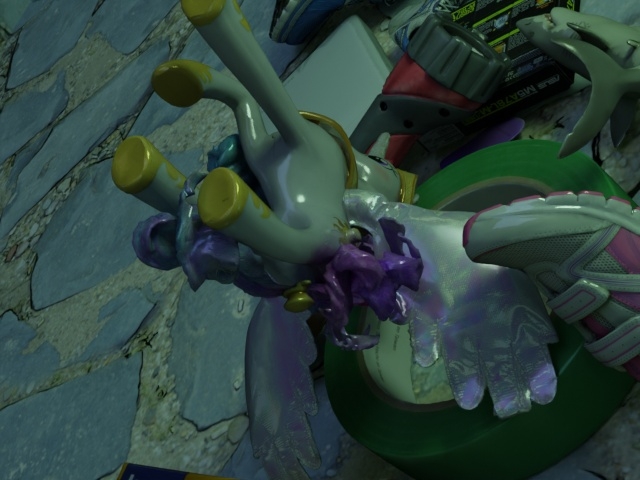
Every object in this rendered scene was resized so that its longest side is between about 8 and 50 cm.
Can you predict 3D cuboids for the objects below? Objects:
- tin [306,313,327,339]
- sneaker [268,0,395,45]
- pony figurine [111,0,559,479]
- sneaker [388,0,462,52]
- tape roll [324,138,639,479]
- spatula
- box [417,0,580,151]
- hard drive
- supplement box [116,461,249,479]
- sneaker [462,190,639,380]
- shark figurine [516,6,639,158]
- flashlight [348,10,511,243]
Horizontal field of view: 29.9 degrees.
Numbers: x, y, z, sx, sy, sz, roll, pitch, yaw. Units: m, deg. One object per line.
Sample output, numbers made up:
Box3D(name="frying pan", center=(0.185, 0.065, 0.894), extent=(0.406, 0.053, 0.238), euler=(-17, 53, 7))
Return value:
Box3D(name="tin", center=(-0.023, 0.078, 1.230), extent=(0.190, 0.040, 0.106), euler=(123, 165, -49))
Box3D(name="sneaker", center=(0.039, -0.338, 1.550), extent=(0.330, 0.147, 0.130), euler=(-36, 37, 57))
Box3D(name="pony figurine", center=(0.000, 0.000, 0.981), extent=(0.302, 0.363, 0.351), euler=(-23, 58, 27))
Box3D(name="sneaker", center=(0.143, -0.271, 1.429), extent=(0.135, 0.052, 0.058), euler=(-44, 42, 26))
Box3D(name="tape roll", center=(0.146, 0.061, 1.068), extent=(0.321, 0.077, 0.321), euler=(-33, 37, 29))
Box3D(name="spatula", center=(0.103, -0.017, 1.235), extent=(0.296, 0.030, 0.084), euler=(-52, 15, 5))
Box3D(name="box", center=(0.189, -0.203, 1.295), extent=(0.190, 0.045, 0.184), euler=(-24, 36, 36))
Box3D(name="hard drive", center=(0.006, -0.148, 1.434), extent=(0.203, 0.040, 0.307), euler=(-44, 25, 13))
Box3D(name="supplement box", center=(-0.113, 0.386, 0.965), extent=(0.194, 0.195, 0.357), euler=(-5, 54, 49))
Box3D(name="sneaker", center=(0.222, 0.040, 0.871), extent=(0.103, 0.252, 0.111), euler=(96, -170, -76))
Box3D(name="shark figurine", center=(0.265, -0.133, 1.068), extent=(0.278, 0.166, 0.116), euler=(-81, -2, -69))
Box3D(name="flashlight", center=(0.074, -0.086, 1.237), extent=(0.304, 0.103, 0.103), euler=(-58, 27, 23))
